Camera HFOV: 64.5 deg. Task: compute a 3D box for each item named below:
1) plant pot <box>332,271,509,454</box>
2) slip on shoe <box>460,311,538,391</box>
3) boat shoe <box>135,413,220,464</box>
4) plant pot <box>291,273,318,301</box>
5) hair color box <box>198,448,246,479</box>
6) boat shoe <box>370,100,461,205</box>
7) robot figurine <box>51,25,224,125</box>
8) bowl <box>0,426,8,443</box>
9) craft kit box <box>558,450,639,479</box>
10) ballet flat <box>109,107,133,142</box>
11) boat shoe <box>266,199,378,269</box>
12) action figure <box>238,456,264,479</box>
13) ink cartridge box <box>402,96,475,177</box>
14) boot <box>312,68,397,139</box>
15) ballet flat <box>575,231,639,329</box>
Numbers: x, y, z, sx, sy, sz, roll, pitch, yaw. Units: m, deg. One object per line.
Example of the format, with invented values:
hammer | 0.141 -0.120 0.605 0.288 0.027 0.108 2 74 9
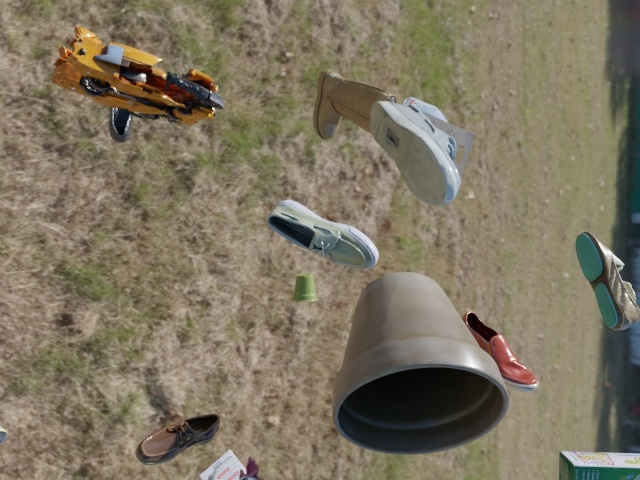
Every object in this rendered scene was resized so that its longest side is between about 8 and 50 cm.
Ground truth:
plant pot | 0.179 0.229 1.027 0.280 0.323 0.323 -91 156 -49
slip on shoe | 0.570 0.360 1.659 0.123 0.331 0.101 -7 129 -36
boat shoe | -0.277 0.384 1.005 0.178 0.064 0.060 -5 138 -48
plant pot | -0.049 0.145 1.588 0.083 0.083 0.079 -6 99 -54
hair color box | -0.198 0.592 1.194 0.093 0.167 0.053 -35 159 -28
boat shoe | 0.145 -0.133 0.707 0.081 0.227 0.079 -9 133 -17
robot figurine | -0.326 -0.291 0.950 0.291 0.211 0.085 9 82 -40
bowl | -0.648 0.340 0.879 0.170 0.170 0.080 -5 56 -54
craft kit box | 0.486 0.450 0.757 0.061 0.247 0.250 -157 -113 -88
ballet flat | -0.421 -0.294 1.085 0.057 0.049 0.173 1 87 -33
boat shoe | 0.000 0.000 1.292 0.094 0.302 0.109 -49 161 -52
action figure | -0.056 0.557 0.883 0.248 0.276 0.370 93 -23 -59
ink cartridge box | 0.269 -0.240 1.186 0.045 0.179 0.145 -52 158 -30
boot | 0.094 -0.357 1.487 0.089 0.269 0.236 -30 140 -28
ballet flat | 0.568 0.076 0.999 0.073 0.067 0.206 104 -18 -64
